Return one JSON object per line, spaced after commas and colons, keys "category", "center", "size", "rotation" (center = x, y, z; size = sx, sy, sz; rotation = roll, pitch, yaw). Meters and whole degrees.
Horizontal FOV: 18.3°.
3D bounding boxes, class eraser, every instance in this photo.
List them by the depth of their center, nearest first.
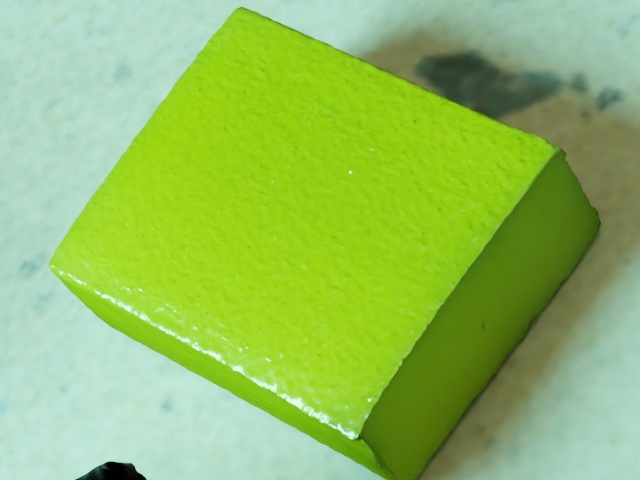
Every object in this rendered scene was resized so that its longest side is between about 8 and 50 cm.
{"category": "eraser", "center": [0.000, 0.000, 0.551], "size": [0.122, 0.045, 0.097], "rotation": [26, 74, 35]}

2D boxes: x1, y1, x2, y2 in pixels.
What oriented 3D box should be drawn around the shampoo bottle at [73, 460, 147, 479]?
{"category": "shampoo bottle", "center": [-0.150, 0.146, 0.490], "size": [0.278, 0.104, 0.104], "rotation": [-31, 51, 5]}
